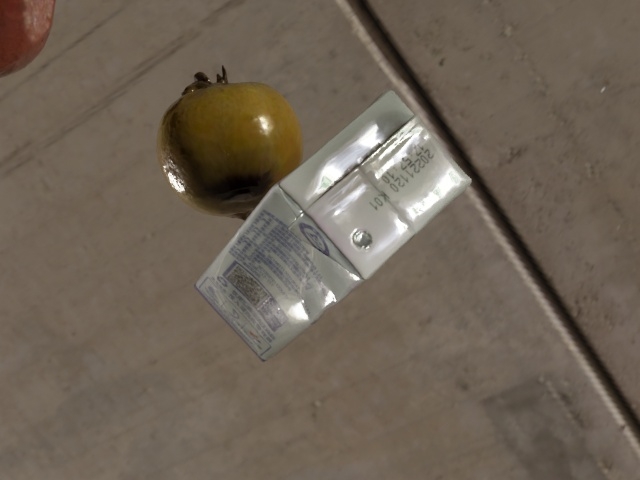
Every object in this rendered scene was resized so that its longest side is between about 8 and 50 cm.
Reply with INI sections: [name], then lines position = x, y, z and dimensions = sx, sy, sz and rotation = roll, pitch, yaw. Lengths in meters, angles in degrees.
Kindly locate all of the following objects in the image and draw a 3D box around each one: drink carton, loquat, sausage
[drink carton]
position = 0.000, 0.000, 1.042
dimensions = 0.106, 0.130, 0.315
rotation = 47, -24, 0
[loquat]
position = -0.093, -0.098, 1.264
dimensions = 0.163, 0.137, 0.163
rotation = 1, -79, 7
[sausage]
position = -0.391, -0.322, 1.510
dimensions = 0.148, 0.148, 0.254
rotation = 5, -84, 25
